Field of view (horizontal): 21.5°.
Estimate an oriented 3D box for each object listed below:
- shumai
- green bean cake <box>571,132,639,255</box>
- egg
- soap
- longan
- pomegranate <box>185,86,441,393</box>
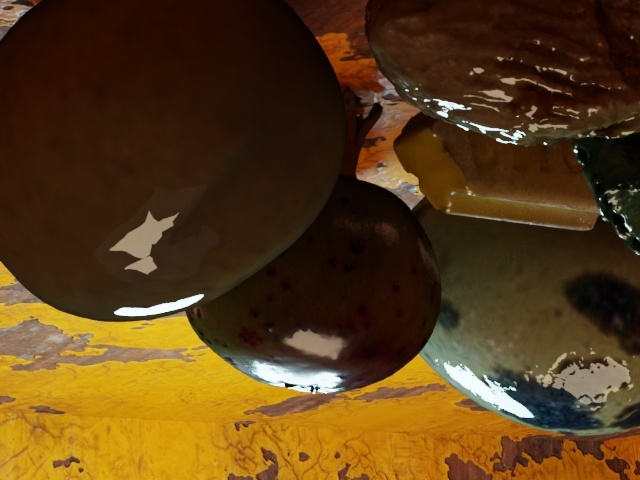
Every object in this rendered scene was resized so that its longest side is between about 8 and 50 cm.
[{"bbox_3d":[0.181,-0.160,1.544,0.346,0.217,0.283,-2,163,-20],"label":"shumai"},{"bbox_3d":[0.360,-0.072,1.556,0.208,0.107,0.193,-31,134,16],"label":"green bean cake"},{"bbox_3d":[0.293,0.062,2.087,0.428,0.345,0.345,19,160,-3],"label":"egg"},{"bbox_3d":[0.201,-0.104,1.826,0.257,0.160,0.080,6,159,-31],"label":"soap"},{"bbox_3d":[-0.156,-0.089,1.549,0.361,0.361,0.361,-4,163,-1],"label":"longan"},{"bbox_3d":[-0.021,0.012,1.863,0.291,0.323,0.291,-17,168,-4],"label":"pomegranate"}]
